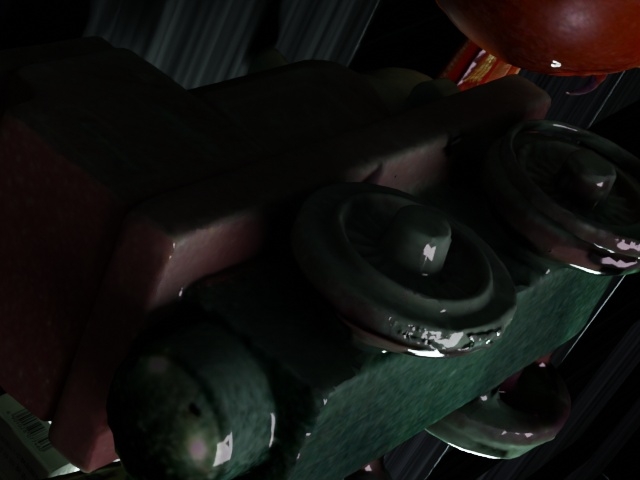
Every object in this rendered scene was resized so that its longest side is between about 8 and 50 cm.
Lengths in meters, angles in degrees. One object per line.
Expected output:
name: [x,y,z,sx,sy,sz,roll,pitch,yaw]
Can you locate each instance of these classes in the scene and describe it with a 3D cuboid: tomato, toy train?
tomato: [0.113,-0.153,0.701,0.167,0.167,0.167,-39,161,-17]
toy train: [0.000,0.000,0.660,0.304,0.221,0.150,-20,141,-51]

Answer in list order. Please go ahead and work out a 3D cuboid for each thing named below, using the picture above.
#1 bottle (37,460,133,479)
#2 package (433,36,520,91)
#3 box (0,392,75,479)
bottle: [-0.148,0.198,0.761,0.351,0.172,0.171,-10,150,-16]
package: [0.098,-0.106,0.952,0.083,0.022,0.200,-13,145,-56]
box: [-0.161,0.124,0.847,0.024,0.054,0.083,-27,154,-48]
